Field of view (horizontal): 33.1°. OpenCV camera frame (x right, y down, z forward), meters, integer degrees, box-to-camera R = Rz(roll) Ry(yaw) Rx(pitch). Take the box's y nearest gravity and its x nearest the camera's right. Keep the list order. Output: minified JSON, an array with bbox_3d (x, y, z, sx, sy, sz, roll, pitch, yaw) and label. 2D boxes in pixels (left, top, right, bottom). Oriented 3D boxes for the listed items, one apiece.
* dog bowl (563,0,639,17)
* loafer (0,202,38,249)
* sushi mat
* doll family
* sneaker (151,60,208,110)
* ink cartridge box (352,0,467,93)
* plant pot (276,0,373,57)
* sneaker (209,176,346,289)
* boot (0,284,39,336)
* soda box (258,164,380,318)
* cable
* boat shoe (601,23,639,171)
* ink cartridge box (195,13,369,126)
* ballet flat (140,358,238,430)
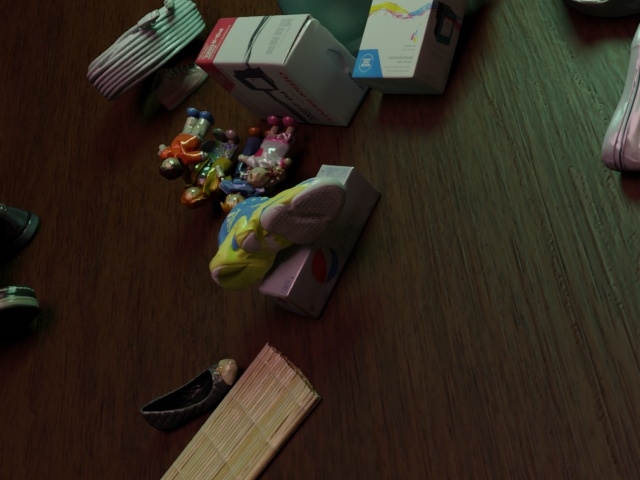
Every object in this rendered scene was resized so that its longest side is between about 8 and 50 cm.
[{"bbox_3d":[0.433,-0.454,1.467,0.349,0.102,0.348,-26,44,28],"label":"dog bowl"},{"bbox_3d":[-0.714,-0.025,2.264,0.303,0.095,0.109,-13,52,38],"label":"loafer"},{"bbox_3d":[-0.133,0.297,1.493,0.316,0.019,0.151,-52,37,-1],"label":"sushi mat"},{"bbox_3d":[-0.145,-0.114,1.782,0.263,0.118,0.163,7,58,27],"label":"doll family"},{"bbox_3d":[-0.270,-0.318,2.080,0.134,0.070,0.051,-44,37,8],"label":"sneaker"},{"bbox_3d":[0.145,-0.343,1.638,0.134,0.078,0.231,9,82,48],"label":"ink cartridge box"},{"bbox_3d":[0.026,-0.474,1.800,0.293,0.196,0.293,-27,44,30],"label":"plant pot"},{"bbox_3d":[-0.069,-0.038,1.519,0.240,0.091,0.126,-36,39,22],"label":"sneaker"},{"bbox_3d":[-0.678,0.050,2.073,0.377,0.138,0.284,-19,71,43],"label":"boot"},{"bbox_3d":[0.000,0.000,1.553,0.069,0.074,0.216,10,67,48],"label":"soda box"},{"bbox_3d":[-0.338,-0.375,2.112,0.257,0.089,0.257,-35,12,20],"label":"cable"},{"bbox_3d":[0.412,-0.182,1.302,0.076,0.083,0.226,13,81,37],"label":"boat shoe"},{"bbox_3d":[-0.060,-0.276,1.755,0.237,0.172,0.100,11,69,48],"label":"ink cartridge box"},{"bbox_3d":[-0.189,0.226,1.579,0.173,0.049,0.057,-36,41,18],"label":"ballet flat"}]
